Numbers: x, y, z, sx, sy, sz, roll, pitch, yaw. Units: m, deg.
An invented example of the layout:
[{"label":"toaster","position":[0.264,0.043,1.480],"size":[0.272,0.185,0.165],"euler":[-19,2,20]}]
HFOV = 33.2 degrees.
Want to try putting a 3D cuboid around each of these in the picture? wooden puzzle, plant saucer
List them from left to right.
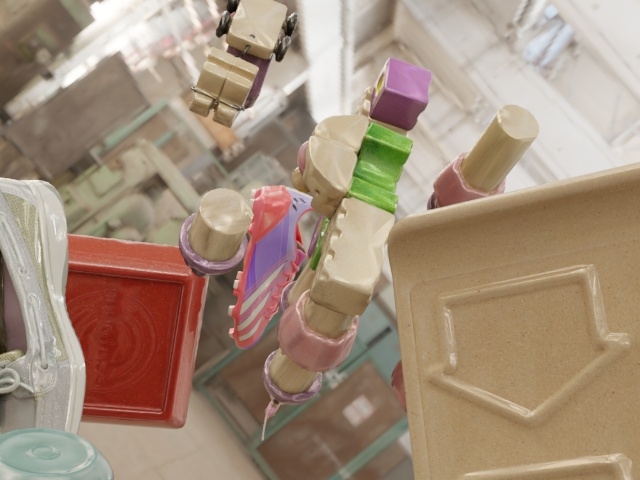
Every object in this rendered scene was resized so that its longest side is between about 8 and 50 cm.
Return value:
[{"label":"plant saucer","position":[-0.229,0.182,0.886],"size":[0.119,0.021,0.119],"euler":[11,14,-3]},{"label":"plant saucer","position":[-0.285,0.127,1.409],"size":[0.259,0.259,0.048],"euler":[7,11,-15]},{"label":"wooden puzzle","position":[0.218,0.127,0.698],"size":[0.080,0.322,0.348],"euler":[21,59,-63]}]

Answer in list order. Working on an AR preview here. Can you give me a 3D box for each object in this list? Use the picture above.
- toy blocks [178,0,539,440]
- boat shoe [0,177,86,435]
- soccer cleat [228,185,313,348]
[{"label":"toy blocks","position":[0.000,0.000,0.970],"size":[0.308,0.289,0.260],"euler":[22,-36,-7]},{"label":"boat shoe","position":[-0.316,0.089,1.098],"size":[0.103,0.118,0.321],"euler":[8,73,-48]},{"label":"soccer cleat","position":[-0.066,0.043,1.436],"size":[0.095,0.248,0.083],"euler":[10,24,-1]}]
